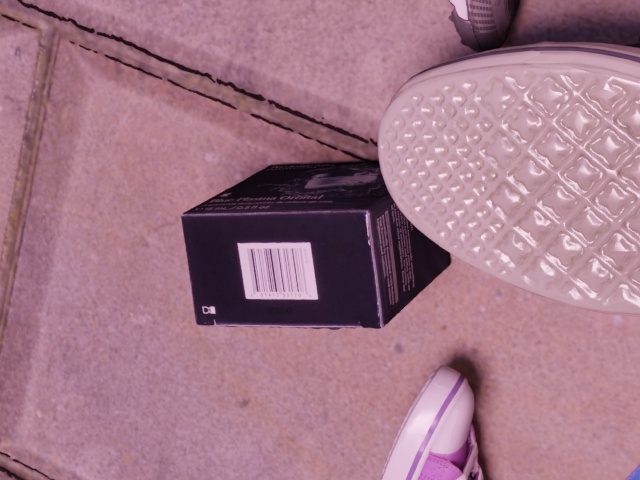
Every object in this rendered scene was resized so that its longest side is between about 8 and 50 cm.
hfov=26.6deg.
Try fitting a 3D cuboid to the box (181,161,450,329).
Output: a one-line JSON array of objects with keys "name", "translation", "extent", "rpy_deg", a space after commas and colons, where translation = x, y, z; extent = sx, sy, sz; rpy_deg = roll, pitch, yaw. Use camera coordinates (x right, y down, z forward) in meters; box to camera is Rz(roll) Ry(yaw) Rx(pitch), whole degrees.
[{"name": "box", "translation": [0.000, 0.000, 1.047], "extent": [0.156, 0.158, 0.093], "rpy_deg": [-1, 106, 25]}]

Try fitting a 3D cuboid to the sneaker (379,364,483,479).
[{"name": "sneaker", "translation": [0.125, 0.236, 1.103], "extent": [0.161, 0.102, 0.282], "rpy_deg": [18, 123, 15]}]

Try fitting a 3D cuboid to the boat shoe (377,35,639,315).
[{"name": "boat shoe", "translation": [0.284, -0.055, 0.901], "extent": [0.500, 0.156, 0.187], "rpy_deg": [1, 112, 22]}]

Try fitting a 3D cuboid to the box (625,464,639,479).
[{"name": "box", "translation": [0.316, 0.233, 1.039], "extent": [0.178, 0.042, 0.109], "rpy_deg": [38, 117, 9]}]

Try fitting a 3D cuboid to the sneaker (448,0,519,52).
[{"name": "sneaker", "translation": [0.149, -0.243, 0.952], "extent": [0.106, 0.078, 0.234], "rpy_deg": [13, 108, 23]}]
